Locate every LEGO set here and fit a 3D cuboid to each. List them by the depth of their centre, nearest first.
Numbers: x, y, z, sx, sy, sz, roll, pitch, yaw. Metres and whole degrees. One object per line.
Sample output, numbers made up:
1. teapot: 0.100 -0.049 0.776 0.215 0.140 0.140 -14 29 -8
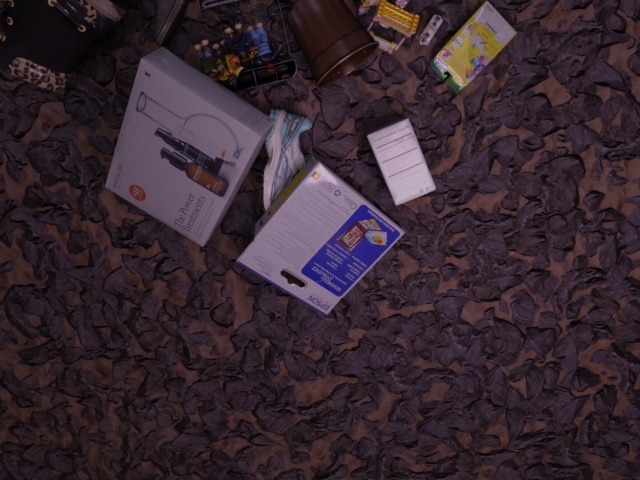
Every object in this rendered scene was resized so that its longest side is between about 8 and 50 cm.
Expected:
1. LEGO set: 0.127 -0.526 1.119 0.287 0.107 0.132 42 69 -4

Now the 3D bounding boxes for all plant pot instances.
1. plant pot: 0.018 -0.455 1.102 0.166 0.167 0.165 -32 93 11

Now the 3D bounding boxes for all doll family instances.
1. doll family: -0.178 -0.396 1.087 0.192 0.076 0.112 -23 82 14

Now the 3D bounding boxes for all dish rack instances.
1. dish rack: -0.175 -0.487 1.139 0.208 0.074 0.272 -11 105 5

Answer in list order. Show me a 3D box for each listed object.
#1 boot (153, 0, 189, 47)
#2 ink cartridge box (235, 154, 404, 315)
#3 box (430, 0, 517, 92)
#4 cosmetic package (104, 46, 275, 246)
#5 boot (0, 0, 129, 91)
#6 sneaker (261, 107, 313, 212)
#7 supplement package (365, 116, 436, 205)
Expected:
1. boot: -0.409 -0.567 1.127 0.208 0.076 0.190 24 91 -11
2. ink cartridge box: 0.000 0.000 1.227 0.303 0.072 0.307 35 107 -29
3. box: 0.345 -0.439 1.143 0.105 0.043 0.179 42 101 -9
4. cosmetic package: -0.313 -0.195 1.145 0.284 0.097 0.377 33 129 -4
5. boot: -0.639 -0.512 1.041 0.377 0.138 0.284 29 122 -36
6. sneaker: -0.078 -0.170 1.207 0.122 0.110 0.283 5 106 -2
7. supplement package: 0.188 -0.192 1.187 0.105 0.105 0.180 -23 103 9
